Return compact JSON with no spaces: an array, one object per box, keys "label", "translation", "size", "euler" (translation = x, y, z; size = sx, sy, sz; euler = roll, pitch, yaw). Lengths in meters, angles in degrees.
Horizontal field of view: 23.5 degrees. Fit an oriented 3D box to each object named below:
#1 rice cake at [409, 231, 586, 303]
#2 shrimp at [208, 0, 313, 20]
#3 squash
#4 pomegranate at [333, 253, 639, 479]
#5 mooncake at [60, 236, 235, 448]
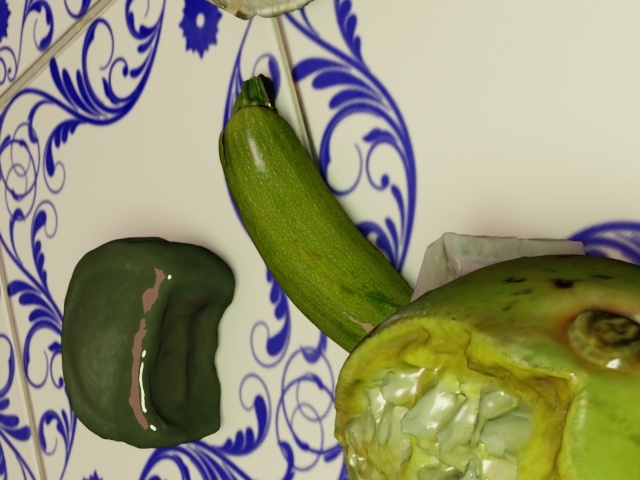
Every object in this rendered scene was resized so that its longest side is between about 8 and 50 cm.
[{"label":"rice cake","translation":[0.082,0.131,0.975],"size":[0.050,0.106,0.297],"euler":[44,125,53]},{"label":"shrimp","translation":[0.001,-0.275,1.070],"size":[0.446,0.110,0.221],"euler":[0,97,54]},{"label":"squash","translation":[-0.003,0.001,1.104],"size":[0.318,0.080,0.071],"euler":[56,169,35]},{"label":"pomegranate","translation":[0.167,0.165,0.810],"size":[0.310,0.216,0.358],"euler":[42,152,44]},{"label":"mooncake","translation":[-0.131,0.080,1.238],"size":[0.175,0.104,0.168],"euler":[-60,46,30]}]
